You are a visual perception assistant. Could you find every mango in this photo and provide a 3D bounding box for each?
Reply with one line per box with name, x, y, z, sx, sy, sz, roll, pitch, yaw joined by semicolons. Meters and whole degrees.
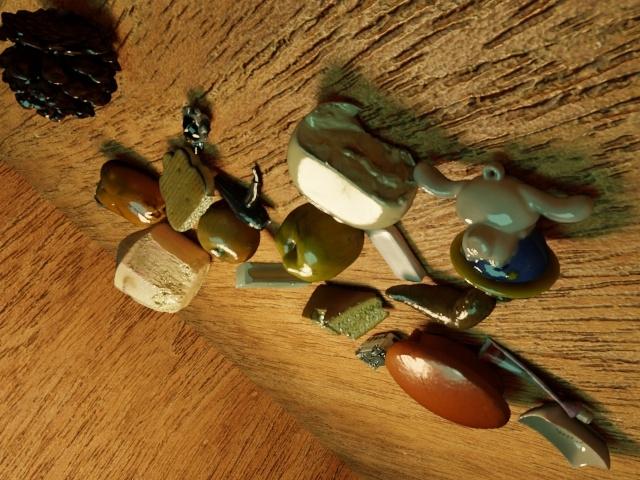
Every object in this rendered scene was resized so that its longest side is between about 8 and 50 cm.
mango;-0.601;-0.150;2.200;0.287;0.152;0.201;27;158;23

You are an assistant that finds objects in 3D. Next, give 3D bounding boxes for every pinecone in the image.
pinecone;-0.619;-0.411;1.620;0.298;0.242;0.296;28;154;9

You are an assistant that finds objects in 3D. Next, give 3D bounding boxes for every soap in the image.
soap;-0.134;0.101;1.979;0.198;0.066;0.119;2;167;-23

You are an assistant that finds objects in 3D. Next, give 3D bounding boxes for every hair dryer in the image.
hair dryer;-0.194;-0.140;1.785;0.195;0.075;0.219;43;148;9

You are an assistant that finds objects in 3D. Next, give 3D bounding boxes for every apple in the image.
apple;-0.256;-0.028;1.947;0.183;0.155;0.182;17;149;11

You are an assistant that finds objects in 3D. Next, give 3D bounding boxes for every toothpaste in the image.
toothpaste;0.521;0.343;1.674;0.301;0.048;0.075;34;162;14

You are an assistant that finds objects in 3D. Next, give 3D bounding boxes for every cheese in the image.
cheese;0.060;-0.136;1.329;0.266;0.127;0.233;34;154;2

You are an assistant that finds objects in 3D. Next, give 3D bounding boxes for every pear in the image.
pear;0.000;0.000;1.596;0.200;0.200;0.200;31;156;15

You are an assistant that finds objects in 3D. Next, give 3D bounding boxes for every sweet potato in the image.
sweet potato;0.296;0.145;1.555;0.310;0.098;0.124;1;139;48

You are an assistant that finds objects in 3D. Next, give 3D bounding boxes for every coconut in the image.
coconut;-0.572;0.091;2.434;0.310;0.297;0.297;31;157;2

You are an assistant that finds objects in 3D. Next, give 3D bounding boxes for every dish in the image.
dish;0.626;0.486;1.751;0.212;0.077;0.151;39;159;-5

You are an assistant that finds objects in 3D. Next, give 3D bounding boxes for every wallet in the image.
wallet;0.174;0.029;1.591;0.095;0.033;0.190;8;143;51

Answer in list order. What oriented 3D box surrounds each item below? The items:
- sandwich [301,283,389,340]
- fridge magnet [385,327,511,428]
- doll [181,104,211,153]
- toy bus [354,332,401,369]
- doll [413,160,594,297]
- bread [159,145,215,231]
sandwich;0.073;0.202;1.943;0.122;0.128;0.236;40;159;-28
fridge magnet;0.342;0.379;1.851;0.364;0.155;0.363;30;155;15
doll;-0.300;-0.269;1.659;0.096;0.070;0.195;54;161;4
toy bus;0.179;0.330;2.073;0.087;0.089;0.194;39;157;-9
doll;0.279;-0.016;1.197;0.311;0.159;0.242;29;157;26
bread;-0.371;-0.155;1.892;0.286;0.056;0.207;-33;76;52
